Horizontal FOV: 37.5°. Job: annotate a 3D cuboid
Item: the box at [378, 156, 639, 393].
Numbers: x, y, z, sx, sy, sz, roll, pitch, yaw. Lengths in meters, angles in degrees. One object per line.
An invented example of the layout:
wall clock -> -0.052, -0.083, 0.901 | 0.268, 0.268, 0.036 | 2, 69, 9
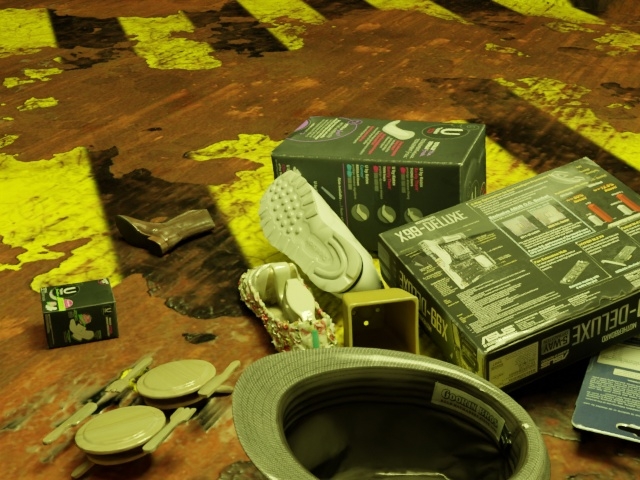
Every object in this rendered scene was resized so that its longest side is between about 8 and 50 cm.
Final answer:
box -> 0.255, 0.031, 1.096 | 0.308, 0.076, 0.242 | -21, 39, -15

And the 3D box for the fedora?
fedora -> 0.054, 0.202, 0.814 | 0.276, 0.124, 0.243 | 1, 28, -18

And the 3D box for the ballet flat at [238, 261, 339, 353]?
ballet flat -> -0.037, 0.071, 1.127 | 0.091, 0.077, 0.241 | -12, 29, -21

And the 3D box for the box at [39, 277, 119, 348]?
box -> -0.287, 0.086, 1.124 | 0.083, 0.052, 0.062 | -8, 29, -17

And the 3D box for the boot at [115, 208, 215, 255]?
boot -> -0.222, -0.025, 1.359 | 0.106, 0.037, 0.114 | 31, 42, 25

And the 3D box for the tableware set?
tableware set -> -0.171, 0.178, 0.962 | 0.128, 0.039, 0.194 | -1, 19, 24

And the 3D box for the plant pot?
plant pot -> 0.062, 0.094, 1.085 | 0.081, 0.081, 0.083 | -6, 17, -11

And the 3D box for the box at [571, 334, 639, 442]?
box -> 0.349, 0.160, 0.998 | 0.137, 0.036, 0.225 | 11, 28, 22

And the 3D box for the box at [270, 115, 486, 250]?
box -> 0.087, -0.081, 1.336 | 0.270, 0.143, 0.165 | 5, 28, 20

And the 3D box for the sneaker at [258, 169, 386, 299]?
sneaker -> 0.000, 0.000, 1.225 | 0.095, 0.090, 0.235 | 27, 21, -46
